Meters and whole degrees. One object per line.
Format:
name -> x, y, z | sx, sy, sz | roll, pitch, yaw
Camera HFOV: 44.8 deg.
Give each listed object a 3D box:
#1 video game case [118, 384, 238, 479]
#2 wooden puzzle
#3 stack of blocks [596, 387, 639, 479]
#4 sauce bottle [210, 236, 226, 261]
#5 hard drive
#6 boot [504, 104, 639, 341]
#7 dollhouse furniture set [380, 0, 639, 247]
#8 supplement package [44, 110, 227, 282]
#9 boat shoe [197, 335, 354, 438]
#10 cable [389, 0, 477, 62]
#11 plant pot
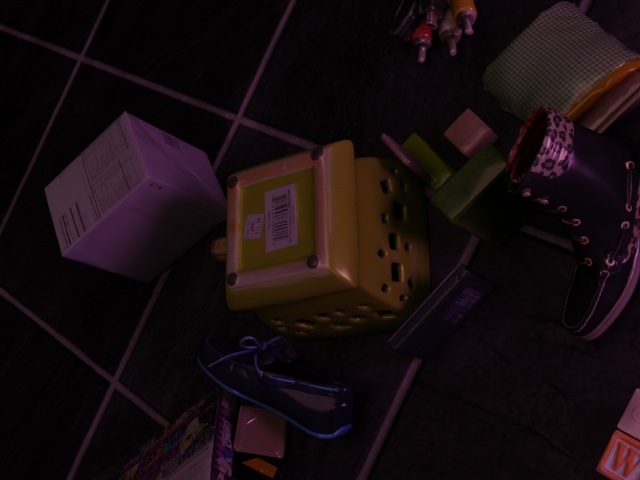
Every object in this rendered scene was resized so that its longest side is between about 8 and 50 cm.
video game case -> -0.215, 0.342, 1.116 | 0.232, 0.042, 0.210 | -40, 23, 17
wooden puzzle -> -0.084, 0.272, 1.096 | 0.014, 0.078, 0.116 | 116, 172, -55
stack of blocks -> 0.423, 0.249, 0.698 | 0.297, 0.171, 0.087 | 27, 92, 36
sauce bottle -> -0.113, 0.012, 1.215 | 0.128, 0.042, 0.042 | -2, 74, 32
hard drive -> 0.154, 0.093, 0.975 | 0.135, 0.094, 0.022 | -49, 56, 11
boot -> 0.275, -0.019, 0.863 | 0.085, 0.178, 0.237 | -139, 69, -71
dollhouse furniture set -> 0.240, -0.171, 0.964 | 0.301, 0.151, 0.198 | -46, 56, 14
supplement package -> -0.298, -0.064, 1.269 | 0.203, 0.194, 0.149 | -38, 57, 18
boat shoe -> -0.057, 0.182, 1.094 | 0.258, 0.109, 0.089 | 20, 106, 23
cable -> 0.178, -0.394, 1.154 | 0.139, 0.072, 0.287 | -18, 52, 47
plant pot -> 0.000, 0.000, 1.041 | 0.227, 0.207, 0.228 | -13, 68, 31
